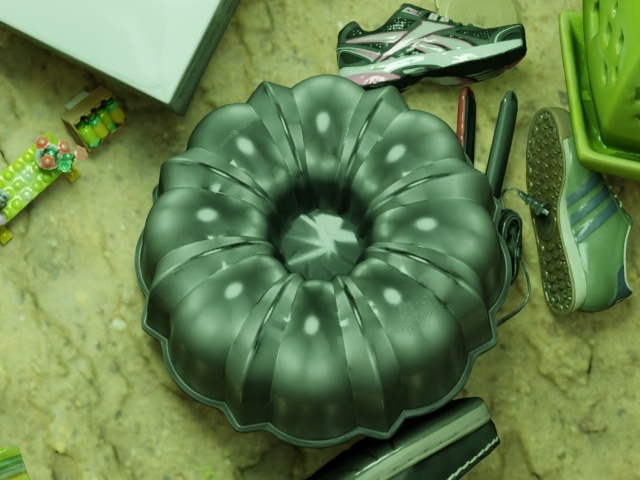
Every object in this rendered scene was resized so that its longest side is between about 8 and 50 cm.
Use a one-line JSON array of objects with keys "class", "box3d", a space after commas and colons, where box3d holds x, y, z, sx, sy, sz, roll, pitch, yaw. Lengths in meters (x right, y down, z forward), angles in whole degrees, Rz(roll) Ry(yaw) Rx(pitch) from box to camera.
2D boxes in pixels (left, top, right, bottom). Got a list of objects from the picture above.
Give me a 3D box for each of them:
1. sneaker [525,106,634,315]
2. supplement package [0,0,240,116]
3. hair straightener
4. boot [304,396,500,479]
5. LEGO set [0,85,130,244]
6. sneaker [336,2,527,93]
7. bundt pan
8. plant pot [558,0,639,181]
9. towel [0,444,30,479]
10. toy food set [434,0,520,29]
[{"class": "sneaker", "box3d": [0.244, -0.027, 1.783, 0.086, 0.064, 0.192, 0, 80, -28]}, {"class": "supplement package", "box3d": [-0.152, -0.268, 1.623, 0.204, 0.145, 0.262, 27, 89, 2]}, {"class": "hair straightener", "box3d": [0.160, -0.024, 1.748, 0.089, 0.047, 0.230, 4, 82, 17]}, {"class": "boot", "box3d": [0.053, 0.338, 1.649, 0.377, 0.138, 0.284, -37, 92, -11]}, {"class": "LEGO set", "box3d": [-0.292, -0.059, 1.624, 0.287, 0.107, 0.132, -7, 86, -14]}, {"class": "sneaker", "box3d": [0.097, -0.181, 1.745, 0.178, 0.072, 0.077, -10, 78, -3]}, {"class": "bundt pan", "box3d": [0.000, 0.000, 1.628, 0.331, 0.124, 0.330, -1, 68, 2]}, {"class": "plant pot", "box3d": [0.337, -0.169, 1.718, 0.227, 0.207, 0.228, 11, 46, -13]}, {"class": "towel", "box3d": [-0.264, 0.298, 1.636, 0.102, 0.021, 0.237, -20, 89, -14]}, {"class": "toy food set", "box3d": [0.145, -0.201, 1.793, 0.083, 0.020, 0.082, 3, 83, -14]}]
